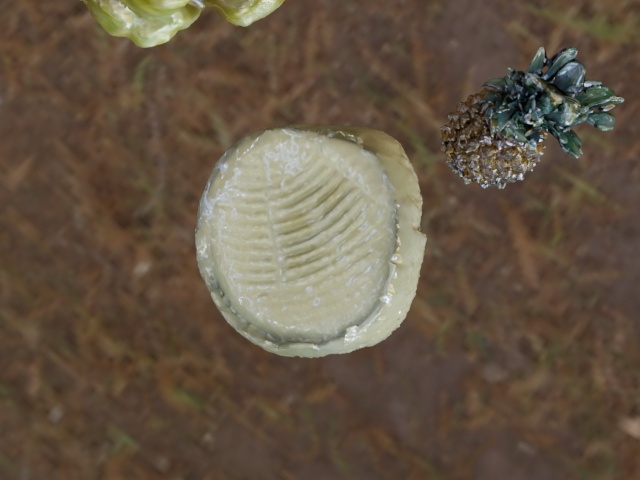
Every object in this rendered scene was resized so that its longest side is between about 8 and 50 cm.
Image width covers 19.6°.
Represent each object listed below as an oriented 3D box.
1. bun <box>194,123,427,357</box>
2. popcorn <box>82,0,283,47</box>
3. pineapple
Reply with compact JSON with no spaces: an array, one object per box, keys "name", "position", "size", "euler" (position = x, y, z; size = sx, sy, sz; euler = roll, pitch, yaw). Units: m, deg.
[{"name":"bun","position":[0.000,0.000,1.912],"size":[0.259,0.152,0.259],"euler":[1,92,25]},{"name":"popcorn","position":[-0.129,-0.296,1.450],"size":[0.225,0.276,0.276],"euler":[-40,103,8]},{"name":"pineapple","position":[0.165,-0.094,1.529],"size":[0.103,0.083,0.221],"euler":[25,164,-9]}]
